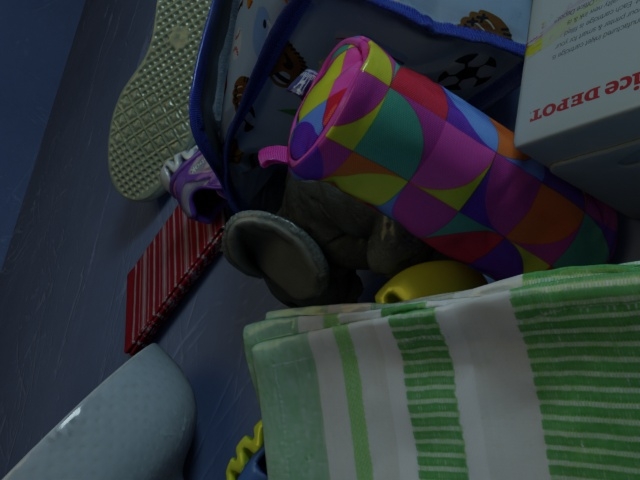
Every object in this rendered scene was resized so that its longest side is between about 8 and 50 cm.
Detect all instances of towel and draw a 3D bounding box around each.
[{"bbox_3d":[-0.219,0.026,1.140,0.275,0.031,0.199,-50,32,23],"label":"towel"},{"bbox_3d":[0.091,0.144,0.423,0.325,0.038,0.247,-14,82,38],"label":"towel"}]

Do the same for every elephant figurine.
[{"bbox_3d":[0.000,0.000,0.651,0.239,0.169,0.186,-29,65,37],"label":"elephant figurine"}]

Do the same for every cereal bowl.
[{"bbox_3d":[-0.256,0.282,0.837,0.339,0.141,0.339,-48,-1,-1],"label":"cereal bowl"}]

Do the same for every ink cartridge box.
[{"bbox_3d":[0.213,-0.120,0.456,0.128,0.127,0.176,-14,58,53],"label":"ink cartridge box"}]

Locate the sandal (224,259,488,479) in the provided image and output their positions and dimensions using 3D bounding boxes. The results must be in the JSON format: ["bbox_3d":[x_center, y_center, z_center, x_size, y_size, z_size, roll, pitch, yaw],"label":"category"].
[{"bbox_3d":[0.032,0.167,0.557,0.317,0.126,0.138,-56,36,20],"label":"sandal"}]

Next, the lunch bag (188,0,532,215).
[{"bbox_3d":[0.012,-0.222,0.760,0.385,0.239,0.327,135,147,-60],"label":"lunch bag"}]

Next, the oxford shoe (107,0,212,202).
[{"bbox_3d":[-0.240,-0.277,1.305,0.130,0.169,0.449,-7,-63,-77],"label":"oxford shoe"}]

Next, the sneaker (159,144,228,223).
[{"bbox_3d":[-0.111,-0.107,0.997,0.236,0.095,0.104,-40,49,22],"label":"sneaker"}]

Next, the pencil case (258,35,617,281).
[{"bbox_3d":[0.084,-0.041,0.499,0.104,0.236,0.104,-49,26,33],"label":"pencil case"}]
